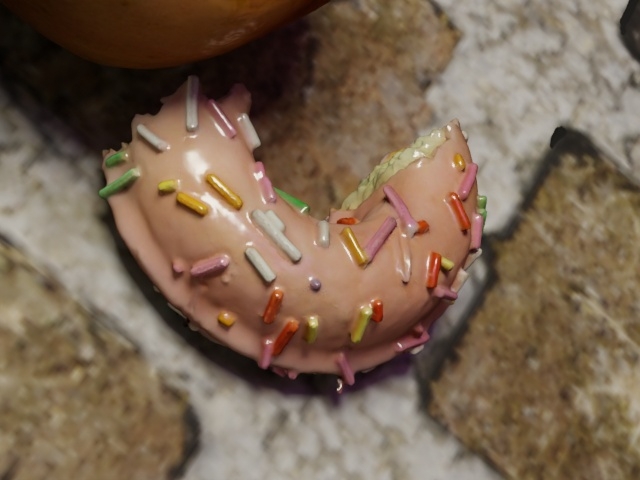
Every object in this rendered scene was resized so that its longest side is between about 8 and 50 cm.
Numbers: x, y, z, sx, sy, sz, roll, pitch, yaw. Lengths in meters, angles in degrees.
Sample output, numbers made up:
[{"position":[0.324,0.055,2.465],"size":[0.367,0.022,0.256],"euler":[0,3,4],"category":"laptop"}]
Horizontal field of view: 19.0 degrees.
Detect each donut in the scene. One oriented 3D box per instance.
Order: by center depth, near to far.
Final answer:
[{"position":[0.000,0.000,0.752],"size":[0.166,0.065,0.117],"euler":[-4,67,-30],"category":"donut"}]

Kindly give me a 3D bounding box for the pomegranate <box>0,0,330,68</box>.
[{"position":[-0.061,-0.161,0.718],"size":[0.209,0.209,0.209],"euler":[14,59,-24],"category":"pomegranate"}]
